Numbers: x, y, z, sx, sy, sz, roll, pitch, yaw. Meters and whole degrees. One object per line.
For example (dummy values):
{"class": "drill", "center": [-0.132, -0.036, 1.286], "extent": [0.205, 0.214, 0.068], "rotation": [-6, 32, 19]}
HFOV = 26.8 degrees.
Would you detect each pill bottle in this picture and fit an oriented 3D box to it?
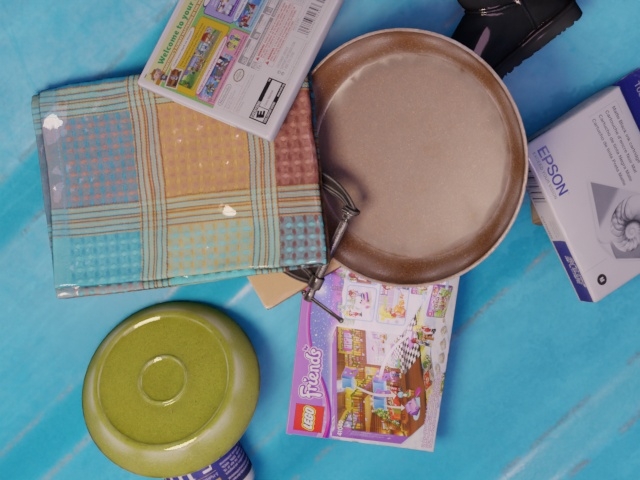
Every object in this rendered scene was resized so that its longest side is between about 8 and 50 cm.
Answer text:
{"class": "pill bottle", "center": [-0.153, 0.303, 1.796], "extent": [0.112, 0.112, 0.186], "rotation": [-27, 103, 8]}

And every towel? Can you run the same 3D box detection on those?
{"class": "towel", "center": [-0.178, -0.079, 1.663], "extent": [0.370, 0.040, 0.271], "rotation": [-7, 89, 17]}

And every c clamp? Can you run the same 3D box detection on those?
{"class": "c clamp", "center": [0.000, 0.000, 1.648], "extent": [0.137, 0.022, 0.160], "rotation": [28, 108, 24]}

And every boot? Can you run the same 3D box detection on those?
{"class": "boot", "center": [0.171, -0.293, 1.640], "extent": [0.246, 0.094, 0.207], "rotation": [-37, 105, 3]}

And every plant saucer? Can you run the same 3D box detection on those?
{"class": "plant saucer", "center": [0.105, -0.099, 1.622], "extent": [0.311, 0.050, 0.310], "rotation": [4, 100, 24]}
{"class": "plant saucer", "center": [-0.198, 0.183, 1.728], "extent": [0.241, 0.037, 0.241], "rotation": [-4, 65, 9]}

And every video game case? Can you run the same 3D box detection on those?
{"class": "video game case", "center": [-0.094, -0.247, 1.622], "extent": [0.193, 0.023, 0.212], "rotation": [24, 84, 20]}

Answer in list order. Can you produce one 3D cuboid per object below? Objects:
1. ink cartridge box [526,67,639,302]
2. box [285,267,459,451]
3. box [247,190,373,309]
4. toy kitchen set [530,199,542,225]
{"class": "ink cartridge box", "center": [0.370, -0.071, 1.675], "extent": [0.224, 0.045, 0.223], "rotation": [-33, 104, -19]}
{"class": "box", "center": [0.070, 0.123, 1.772], "extent": [0.201, 0.057, 0.293], "rotation": [7, 105, 0]}
{"class": "box", "center": [-0.047, -0.038, 1.703], "extent": [0.164, 0.021, 0.201], "rotation": [-31, 82, -3]}
{"class": "toy kitchen set", "center": [0.327, -0.056, 1.740], "extent": [0.083, 0.075, 0.068], "rotation": [13, 65, -35]}
